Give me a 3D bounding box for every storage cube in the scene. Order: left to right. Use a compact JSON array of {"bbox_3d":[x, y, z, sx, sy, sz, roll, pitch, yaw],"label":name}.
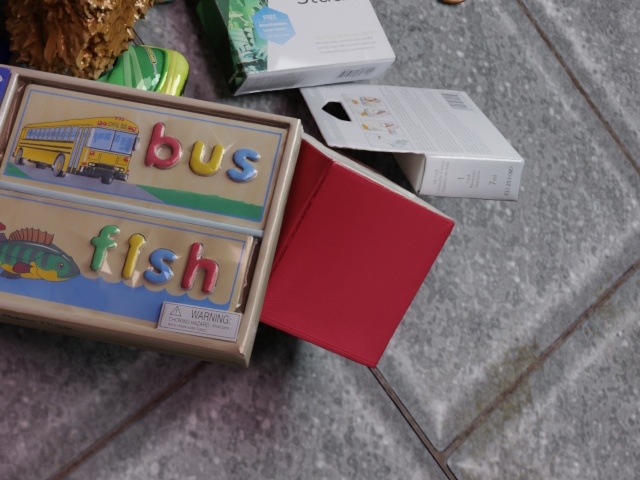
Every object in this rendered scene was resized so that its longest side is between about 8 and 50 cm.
[{"bbox_3d":[0.000,0.000,1.613,0.215,0.183,0.193,24,98,-32],"label":"storage cube"}]

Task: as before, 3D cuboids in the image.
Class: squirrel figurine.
[{"bbox_3d":[-0.286,-0.371,1.517,0.281,0.370,0.397,-29,113,4],"label":"squirrel figurine"}]

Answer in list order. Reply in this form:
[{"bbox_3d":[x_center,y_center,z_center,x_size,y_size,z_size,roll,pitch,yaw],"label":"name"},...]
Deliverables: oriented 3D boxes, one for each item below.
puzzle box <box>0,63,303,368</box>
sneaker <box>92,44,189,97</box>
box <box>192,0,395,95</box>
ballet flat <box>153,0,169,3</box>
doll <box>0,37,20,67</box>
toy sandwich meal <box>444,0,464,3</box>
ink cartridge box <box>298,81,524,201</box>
[{"bbox_3d":[-0.242,-0.037,1.480,0.409,0.052,0.272,10,68,5],"label":"puzzle box"},{"bbox_3d":[-0.250,-0.103,1.625,0.123,0.109,0.295,21,60,3],"label":"sneaker"},{"bbox_3d":[-0.065,-0.344,1.828,0.232,0.058,0.322,-12,68,-35],"label":"box"},{"bbox_3d":[-0.230,-0.398,1.773,0.073,0.080,0.232,-2,72,-62],"label":"ballet flat"},{"bbox_3d":[-0.423,-0.240,1.589,0.189,0.046,0.129,35,63,-17],"label":"doll"},{"bbox_3d":[0.180,-0.378,2.036,0.085,0.029,0.085,12,65,-28],"label":"toy sandwich meal"},{"bbox_3d":[0.099,-0.129,1.765,0.239,0.275,0.060,3,113,-11],"label":"ink cartridge box"}]
